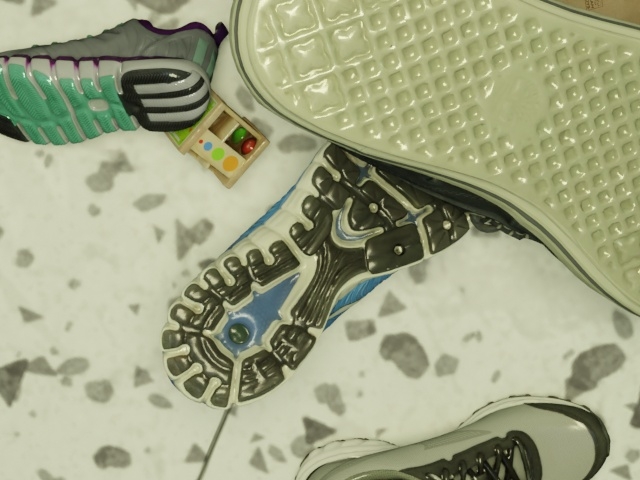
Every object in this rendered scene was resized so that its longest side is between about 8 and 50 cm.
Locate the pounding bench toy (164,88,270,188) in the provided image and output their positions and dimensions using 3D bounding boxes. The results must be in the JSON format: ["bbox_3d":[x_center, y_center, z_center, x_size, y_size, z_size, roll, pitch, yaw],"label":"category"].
[{"bbox_3d":[-0.089,-0.091,0.920,0.052,0.083,0.065,-48,128,5],"label":"pounding bench toy"}]

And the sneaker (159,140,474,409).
[{"bbox_3d":[0.000,0.000,0.897,0.330,0.147,0.130,-38,95,-15],"label":"sneaker"}]

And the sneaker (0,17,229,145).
[{"bbox_3d":[-0.184,-0.136,0.911,0.223,0.098,0.083,3,137,16],"label":"sneaker"}]

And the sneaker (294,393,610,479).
[{"bbox_3d":[0.113,0.204,0.935,0.271,0.108,0.100,-14,97,0],"label":"sneaker"}]

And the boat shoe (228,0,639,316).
[{"bbox_3d":[0.164,-0.080,0.794,0.500,0.156,0.187,22,101,-17],"label":"boat shoe"}]

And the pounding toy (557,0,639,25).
[{"bbox_3d":[0.173,-0.221,0.872,0.181,0.094,0.206,-14,107,6],"label":"pounding toy"}]
